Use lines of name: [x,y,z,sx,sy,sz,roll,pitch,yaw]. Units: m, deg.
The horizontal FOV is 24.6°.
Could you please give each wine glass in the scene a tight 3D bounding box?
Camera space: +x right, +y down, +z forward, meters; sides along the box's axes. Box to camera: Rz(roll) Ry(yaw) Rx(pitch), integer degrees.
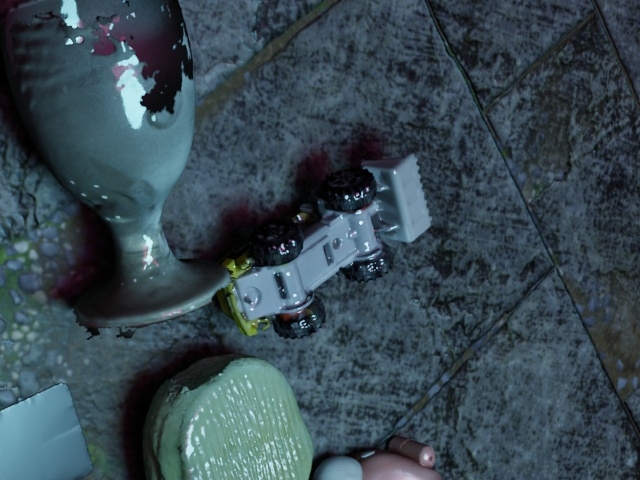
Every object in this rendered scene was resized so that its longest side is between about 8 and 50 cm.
wine glass: [-0.205,-0.094,1.485,0.190,0.190,0.356,-21,112,-33]

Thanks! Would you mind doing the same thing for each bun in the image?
bun: [-0.111,0.235,1.638,0.221,0.108,0.221,-1,92,-43]

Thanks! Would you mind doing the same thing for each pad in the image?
pad: [-0.320,0.229,1.547,0.157,0.003,0.112,-24,109,-32]

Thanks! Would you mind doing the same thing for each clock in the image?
clock: [0.069,0.331,1.790,0.162,0.093,0.165,-15,105,-31]

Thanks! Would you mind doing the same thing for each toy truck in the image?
toy truck: [0.000,0.000,1.686,0.286,0.111,0.136,-34,124,-30]
